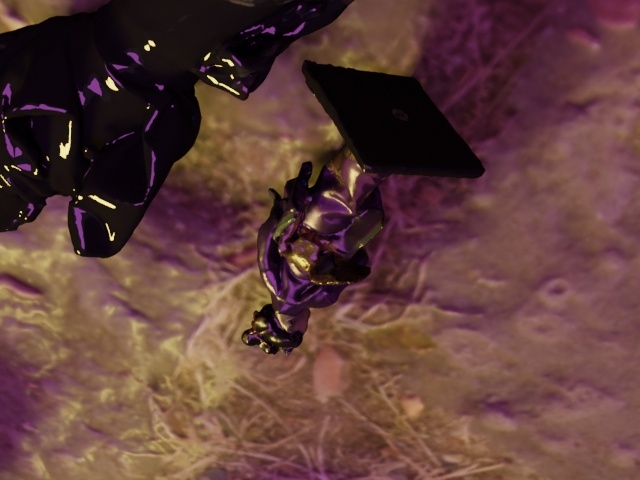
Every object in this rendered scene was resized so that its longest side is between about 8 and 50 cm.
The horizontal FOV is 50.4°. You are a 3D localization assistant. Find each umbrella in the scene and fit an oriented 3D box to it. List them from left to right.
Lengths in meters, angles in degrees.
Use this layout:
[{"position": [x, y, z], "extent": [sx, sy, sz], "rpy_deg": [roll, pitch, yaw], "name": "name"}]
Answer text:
[{"position": [-0.093, -0.089, 0.341], "extent": [0.272, 0.110, 0.122], "rpy_deg": [-37, 110, 21], "name": "umbrella"}]

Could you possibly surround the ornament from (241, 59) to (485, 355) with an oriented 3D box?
[{"position": [0.008, -0.002, 0.412], "extent": [0.081, 0.088, 0.203], "rpy_deg": [-6, 140, -30], "name": "ornament"}]
